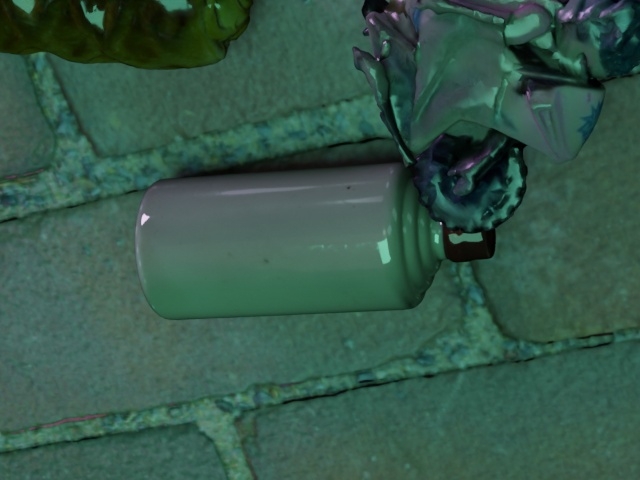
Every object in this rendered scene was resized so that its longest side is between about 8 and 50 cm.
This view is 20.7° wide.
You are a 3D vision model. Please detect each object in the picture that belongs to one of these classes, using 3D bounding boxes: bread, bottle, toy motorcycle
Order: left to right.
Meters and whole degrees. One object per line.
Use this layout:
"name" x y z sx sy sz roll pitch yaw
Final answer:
"bread" -0.177 -0.175 1.190 0.269 0.098 0.087 8 160 10
"bottle" 0.000 0.000 1.225 0.245 0.104 0.104 -4 115 17
"toy motorcycle" 0.122 -0.142 1.115 0.204 0.108 0.239 -19 107 30
